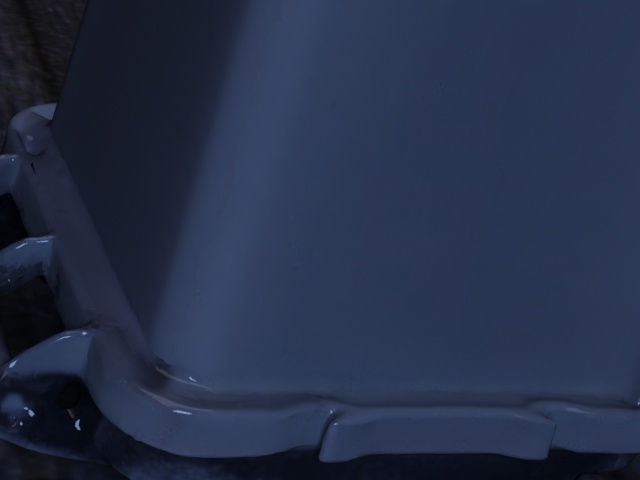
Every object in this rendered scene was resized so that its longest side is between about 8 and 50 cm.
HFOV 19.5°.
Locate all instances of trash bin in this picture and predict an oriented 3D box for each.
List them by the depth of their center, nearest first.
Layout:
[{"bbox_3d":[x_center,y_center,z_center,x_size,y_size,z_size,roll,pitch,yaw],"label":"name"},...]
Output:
[{"bbox_3d":[0.015,-0.097,0.720,0.296,0.368,0.256,3,31,-22],"label":"trash bin"}]

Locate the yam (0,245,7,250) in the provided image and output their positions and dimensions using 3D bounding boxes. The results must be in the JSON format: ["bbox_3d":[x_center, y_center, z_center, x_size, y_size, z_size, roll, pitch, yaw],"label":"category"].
[{"bbox_3d":[0.000,0.000,0.937,0.327,0.045,0.045,5,45,-19],"label":"yam"}]
